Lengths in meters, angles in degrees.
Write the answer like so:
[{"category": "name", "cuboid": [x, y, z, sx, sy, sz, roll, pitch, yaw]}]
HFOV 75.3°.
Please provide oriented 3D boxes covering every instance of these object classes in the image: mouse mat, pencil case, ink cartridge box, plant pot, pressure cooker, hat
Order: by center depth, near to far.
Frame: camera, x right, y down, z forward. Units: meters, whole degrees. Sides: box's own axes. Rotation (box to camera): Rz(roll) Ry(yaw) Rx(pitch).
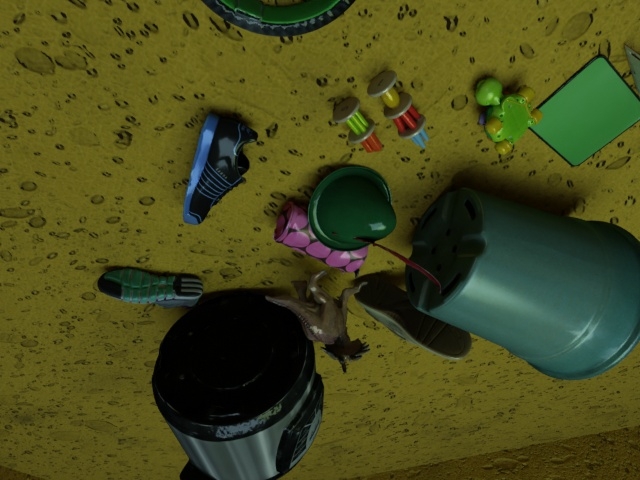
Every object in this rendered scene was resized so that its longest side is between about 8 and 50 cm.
[{"category": "ink cartridge box", "cuboid": [0.532, -0.270, 0.668, 0.029, 0.063, 0.115, -32, 131, 26]}, {"category": "hat", "cuboid": [0.104, -0.027, 0.742, 0.208, 0.183, 0.173, 6, 108, -25]}, {"category": "mouse mat", "cuboid": [0.481, -0.224, 0.751, 0.189, 0.007, 0.152, 25, 128, -28]}, {"category": "plant pot", "cuboid": [0.376, 0.066, 0.833, 0.334, 0.341, 0.341, 20, 131, -14]}, {"category": "pencil case", "cuboid": [0.000, 0.000, 0.864, 0.209, 0.095, 0.098, 26, 128, -27]}, {"category": "pressure cooker", "cuboid": [-0.182, 0.383, 1.035, 0.369, 0.375, 0.420, -12, 132, -11]}]

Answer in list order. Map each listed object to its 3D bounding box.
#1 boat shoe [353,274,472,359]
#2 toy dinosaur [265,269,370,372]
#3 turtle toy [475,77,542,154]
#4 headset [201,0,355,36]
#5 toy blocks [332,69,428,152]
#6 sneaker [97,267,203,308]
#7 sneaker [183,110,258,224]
[{"category": "boat shoe", "cuboid": [0.213, 0.187, 0.982, 0.109, 0.302, 0.098, -51, 146, -19]}, {"category": "toy dinosaur", "cuboid": [0.014, 0.183, 0.902, 0.127, 0.200, 0.295, -15, 157, 33]}, {"category": "turtle toy", "cuboid": [0.304, -0.215, 0.694, 0.095, 0.066, 0.130, -44, 126, 4]}, {"category": "headset", "cuboid": [-0.020, -0.416, 0.428, 0.243, 0.185, 0.394, 11, 149, -23]}, {"category": "toy blocks", "cuboid": [0.110, -0.192, 0.703, 0.123, 0.054, 0.148, -31, 132, 22]}, {"category": "sneaker", "cuboid": [-0.389, 0.127, 0.955, 0.223, 0.083, 0.098, 8, 139, -16]}, {"category": "sneaker", "cuboid": [-0.181, -0.109, 0.734, 0.090, 0.081, 0.232, 17, 130, -14]}]
